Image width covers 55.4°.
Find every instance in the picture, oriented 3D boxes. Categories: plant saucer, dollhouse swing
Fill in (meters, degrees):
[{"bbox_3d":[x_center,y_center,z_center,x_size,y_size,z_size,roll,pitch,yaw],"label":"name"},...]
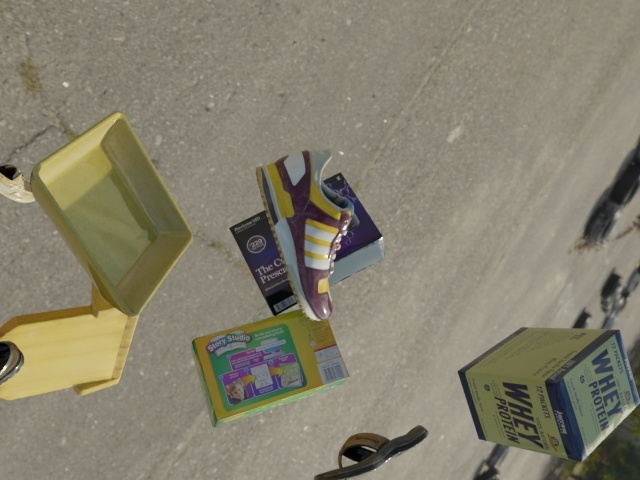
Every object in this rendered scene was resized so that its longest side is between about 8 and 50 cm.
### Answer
[{"bbox_3d":[-0.422,-0.055,1.235,0.333,0.081,0.333,63,22,-23],"label":"plant saucer"},{"bbox_3d":[-0.631,0.190,1.519,0.304,0.315,0.347,6,133,-25],"label":"dollhouse swing"}]

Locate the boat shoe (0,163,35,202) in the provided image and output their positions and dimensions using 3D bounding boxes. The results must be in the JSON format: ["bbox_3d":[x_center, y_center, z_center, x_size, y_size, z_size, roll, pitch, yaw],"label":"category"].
[{"bbox_3d":[-0.617,-0.122,1.203,0.059,0.063,0.170,-48,162,5],"label":"boat shoe"}]

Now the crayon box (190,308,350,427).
[{"bbox_3d":[-0.101,0.245,1.215,0.278,0.165,0.081,-14,158,-19],"label":"crayon box"}]

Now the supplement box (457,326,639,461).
[{"bbox_3d":[0.161,0.103,0.431,0.083,0.083,0.056,-23,98,-34],"label":"supplement box"}]

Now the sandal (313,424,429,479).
[{"bbox_3d":[0.075,0.320,0.935,0.219,0.060,0.090,-15,157,-33],"label":"sandal"}]

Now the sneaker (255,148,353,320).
[{"bbox_3d":[0.000,0.000,0.607,0.083,0.069,0.186,-19,121,0],"label":"sneaker"}]

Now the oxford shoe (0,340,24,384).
[{"bbox_3d":[-0.627,0.256,1.053,0.227,0.082,0.096,-52,176,-30],"label":"oxford shoe"}]

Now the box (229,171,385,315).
[{"bbox_3d":[-0.027,0.005,1.248,0.261,0.184,0.103,-28,149,-7],"label":"box"}]
